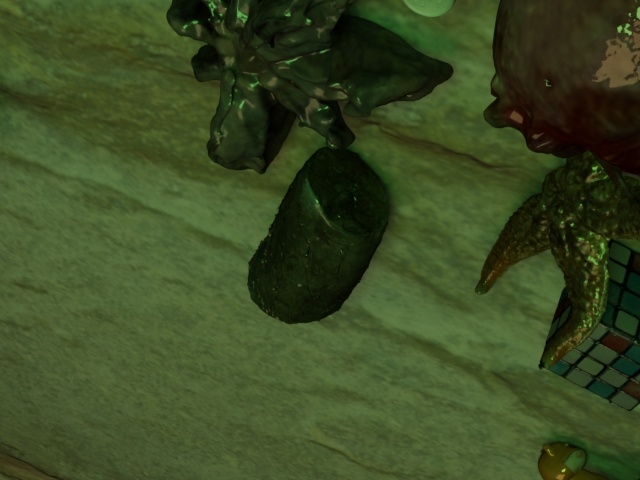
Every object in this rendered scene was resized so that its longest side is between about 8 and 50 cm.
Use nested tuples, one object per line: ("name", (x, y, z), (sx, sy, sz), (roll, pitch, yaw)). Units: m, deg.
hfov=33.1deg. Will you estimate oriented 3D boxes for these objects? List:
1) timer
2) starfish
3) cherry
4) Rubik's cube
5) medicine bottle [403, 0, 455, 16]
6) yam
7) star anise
("timer", (0.292, 0.273, 1.142), (0.152, 0.132, 0.132), (45, 147, 18))
("starfish", (0.207, 0.002, 0.844), (0.050, 0.138, 0.247), (0, 142, -25))
("cherry", (0.217, -0.135, 0.639), (0.192, 0.175, 0.249), (30, 143, -19))
("Rubik's cube", (0.257, 0.073, 0.925), (0.092, 0.092, 0.092), (28, 143, 1))
("medicine bottle", (0.085, -0.191, 0.729), (0.047, 0.083, 0.047), (19, 141, 16))
("yam", (0.000, 0.000, 0.998), (0.107, 0.107, 0.183), (28, 142, 0))
("star anise", (-0.030, -0.143, 0.840), (0.257, 0.110, 0.198), (-10, 130, 47))
